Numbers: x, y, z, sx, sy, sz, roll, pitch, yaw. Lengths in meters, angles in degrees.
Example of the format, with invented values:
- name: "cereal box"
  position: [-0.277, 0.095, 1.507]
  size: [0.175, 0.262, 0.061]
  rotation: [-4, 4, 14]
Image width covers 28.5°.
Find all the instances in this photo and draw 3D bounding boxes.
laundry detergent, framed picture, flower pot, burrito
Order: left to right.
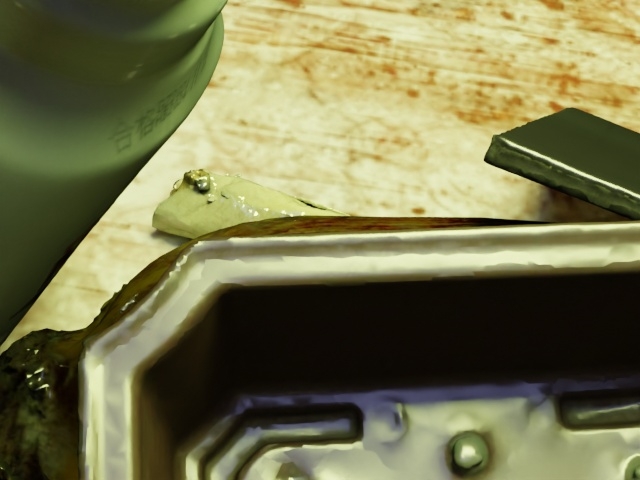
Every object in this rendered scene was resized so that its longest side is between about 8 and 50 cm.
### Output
- name: "laundry detergent"
  position: [-0.142, -0.021, 0.463]
  size: [0.125, 0.398, 0.264]
  rotation: [42, 54, -9]
- name: "burrito"
  position: [0.000, 0.000, 0.692]
  size: [0.186, 0.041, 0.045]
  rotation: [17, 11, 9]
- name: "flower pot"
  position: [0.055, 0.092, 0.385]
  size: [0.251, 0.084, 0.178]
  rotation: [-2, 66, -7]
- name: "framed picture"
  position: [0.220, -0.008, 0.600]
  size: [0.255, 0.014, 0.339]
  rotation: [23, 13, 11]

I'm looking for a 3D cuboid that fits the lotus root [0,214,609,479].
- name: "lotus root"
  position: [0.058, 0.083, 0.532]
  size: [0.398, 0.179, 0.195]
  rotation: [3, 83, -6]
